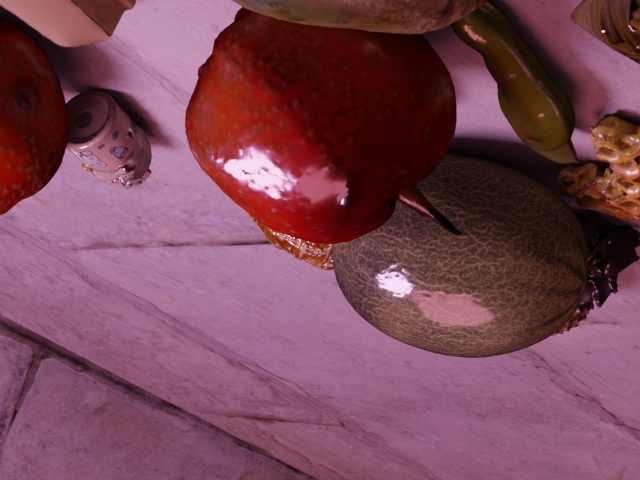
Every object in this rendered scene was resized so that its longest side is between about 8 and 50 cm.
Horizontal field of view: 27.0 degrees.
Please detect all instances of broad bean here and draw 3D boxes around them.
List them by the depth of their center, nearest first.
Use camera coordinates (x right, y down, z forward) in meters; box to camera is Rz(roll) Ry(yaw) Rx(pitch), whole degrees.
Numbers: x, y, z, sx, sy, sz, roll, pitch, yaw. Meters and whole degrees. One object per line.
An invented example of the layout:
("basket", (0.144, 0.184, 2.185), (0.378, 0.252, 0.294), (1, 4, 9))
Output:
("broad bean", (0.191, -0.163, 1.321), (0.075, 0.067, 0.325), (-12, 143, 30))

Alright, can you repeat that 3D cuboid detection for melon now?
("melon", (0.164, 0.020, 1.564), (0.302, 0.237, 0.237), (11, 159, 23))

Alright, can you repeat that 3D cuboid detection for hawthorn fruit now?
("hawthorn fruit", (0.021, -0.104, 1.287), (0.300, 0.254, 0.254), (43, 160, 3))
("hawthorn fruit", (-0.444, -0.155, 1.612), (0.275, 0.275, 0.299), (10, 138, 22))

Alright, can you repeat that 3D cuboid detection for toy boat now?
("toy boat", (-0.300, -0.281, 1.433), (0.116, 0.061, 0.188), (0, 153, 43))

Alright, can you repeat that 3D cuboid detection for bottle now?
("bottle", (-0.278, -0.126, 1.782), (0.099, 0.099, 0.152), (8, 157, 26))

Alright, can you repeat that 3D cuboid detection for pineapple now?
("pineapple", (0.323, 0.041, 1.697), (0.119, 0.111, 0.237), (-9, 159, -21))

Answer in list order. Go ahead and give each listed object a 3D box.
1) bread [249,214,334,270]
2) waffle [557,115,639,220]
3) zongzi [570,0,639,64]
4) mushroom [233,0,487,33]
("bread", (0.000, 0.000, 1.907), (0.233, 0.076, 0.105), (19, 162, -7))
("waffle", (0.333, -0.073, 1.448), (0.149, 0.051, 0.194), (13, 160, 11))
("zongzi", (0.362, -0.178, 1.068), (0.274, 0.145, 0.300), (13, 179, -4))
("mushroom", (0.021, -0.232, 1.101), (0.292, 0.212, 0.217), (7, 151, 11))
